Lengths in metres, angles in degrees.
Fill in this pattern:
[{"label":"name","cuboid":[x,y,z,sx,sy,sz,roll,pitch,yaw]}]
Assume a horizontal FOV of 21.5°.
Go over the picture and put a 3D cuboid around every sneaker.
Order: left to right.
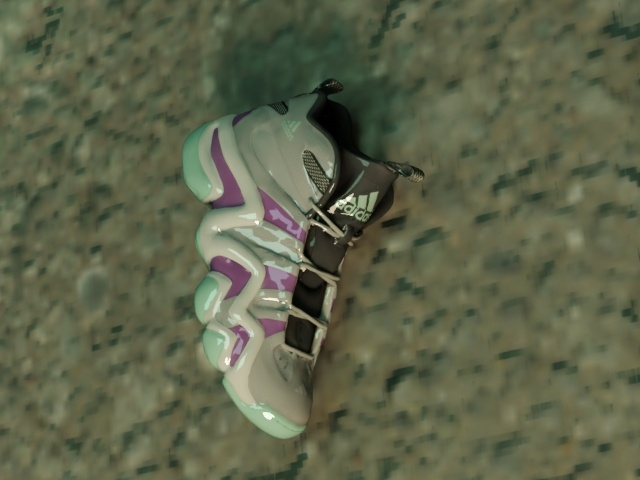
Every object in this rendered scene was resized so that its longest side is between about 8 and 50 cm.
[{"label":"sneaker","cuboid":[0.000,0.000,0.463,0.069,0.038,0.098,-23,67,25]}]
